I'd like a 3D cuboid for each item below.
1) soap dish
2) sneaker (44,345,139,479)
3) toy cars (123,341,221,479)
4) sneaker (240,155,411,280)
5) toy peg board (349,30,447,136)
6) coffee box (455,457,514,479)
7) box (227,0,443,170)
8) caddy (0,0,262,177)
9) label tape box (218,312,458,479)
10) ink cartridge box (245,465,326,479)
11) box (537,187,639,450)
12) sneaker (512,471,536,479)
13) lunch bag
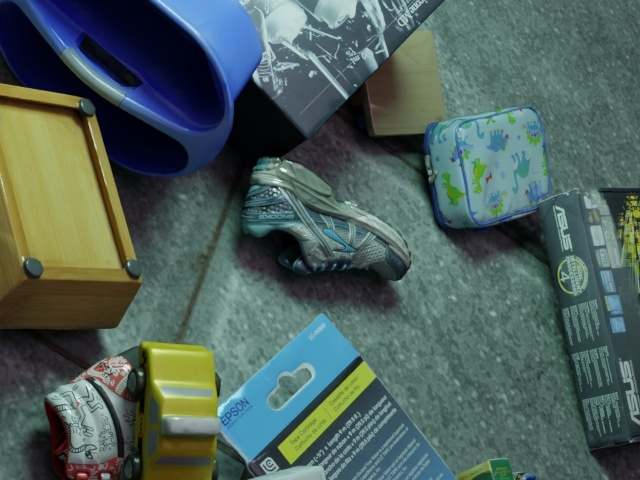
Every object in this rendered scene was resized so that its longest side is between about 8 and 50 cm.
[{"bbox_3d":[-0.330,-0.043,1.672,0.229,0.118,0.290,5,63,-54],"label":"soap dish"},{"bbox_3d":[-0.212,0.267,1.649,0.145,0.090,0.270,-25,97,-26],"label":"sneaker"},{"bbox_3d":[-0.214,0.272,1.546,0.176,0.087,0.393,48,65,-13],"label":"toy cars"},{"bbox_3d":[0.000,0.000,1.992,0.283,0.110,0.122,32,75,-31],"label":"sneaker"},{"bbox_3d":[0.101,-0.232,2.231,0.161,0.079,0.160,-6,85,-42],"label":"toy peg board"},{"bbox_3d":[0.221,0.389,1.922,0.040,0.113,0.184,2,65,-36],"label":"coffee box"},{"bbox_3d":[-0.055,-0.328,2.003,0.312,0.179,0.343,47,62,-9],"label":"box"},{"bbox_3d":[-0.240,-0.233,1.798,0.341,0.241,0.179,40,40,-3],"label":"caddy"},{"bbox_3d":[0.017,0.301,1.800,0.347,0.115,0.249,51,45,-2],"label":"label tape box"},{"bbox_3d":[-0.081,0.361,1.595,0.232,0.066,0.189,-11,87,-31],"label":"ink cartridge box"},{"bbox_3d":[0.507,0.114,2.304,0.318,0.097,0.394,-1,76,-40],"label":"box"},{"bbox_3d":[0.309,0.400,2.003,0.221,0.087,0.083,47,46,-13],"label":"sneaker"},{"bbox_3d":[0.255,-0.108,2.241,0.219,0.090,0.176,-17,98,-44],"label":"lunch bag"}]
